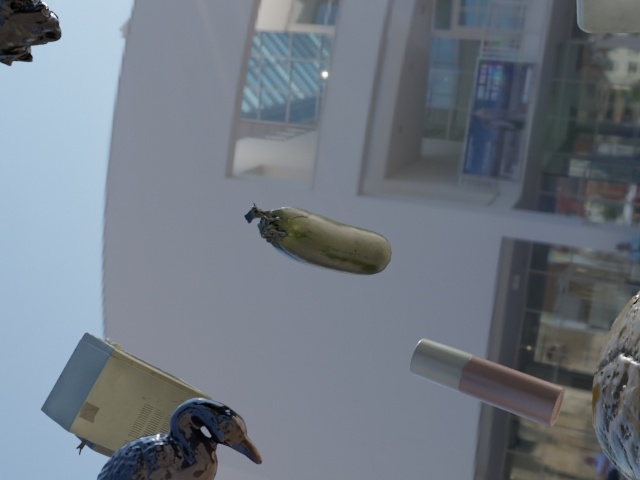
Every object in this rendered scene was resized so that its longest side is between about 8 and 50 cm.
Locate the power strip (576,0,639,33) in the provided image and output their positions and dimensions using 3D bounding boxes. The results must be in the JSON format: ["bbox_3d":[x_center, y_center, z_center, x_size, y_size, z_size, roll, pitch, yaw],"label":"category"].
[{"bbox_3d":[0.186,-0.189,0.475,0.192,0.081,0.035,63,-145,-55],"label":"power strip"}]

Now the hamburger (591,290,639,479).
[{"bbox_3d":[0.432,0.189,1.033,0.285,0.134,0.265,83,-156,-89],"label":"hamburger"}]

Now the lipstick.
[{"bbox_3d":[0.281,0.239,1.425,0.070,0.254,0.070,-38,-43,-47],"label":"lipstick"}]

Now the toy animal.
[{"bbox_3d":[-0.198,0.326,1.014,0.185,0.298,0.122,58,-165,18],"label":"toy animal"}]

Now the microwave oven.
[{"bbox_3d":[-0.359,0.308,1.544,0.240,0.145,0.194,37,-102,-38],"label":"microwave oven"}]

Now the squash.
[{"bbox_3d":[0.001,0.002,1.294,0.331,0.087,0.087,16,-97,-51],"label":"squash"}]

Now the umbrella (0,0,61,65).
[{"bbox_3d":[-0.517,-0.276,1.233,0.272,0.110,0.122,-36,-42,-4],"label":"umbrella"}]
